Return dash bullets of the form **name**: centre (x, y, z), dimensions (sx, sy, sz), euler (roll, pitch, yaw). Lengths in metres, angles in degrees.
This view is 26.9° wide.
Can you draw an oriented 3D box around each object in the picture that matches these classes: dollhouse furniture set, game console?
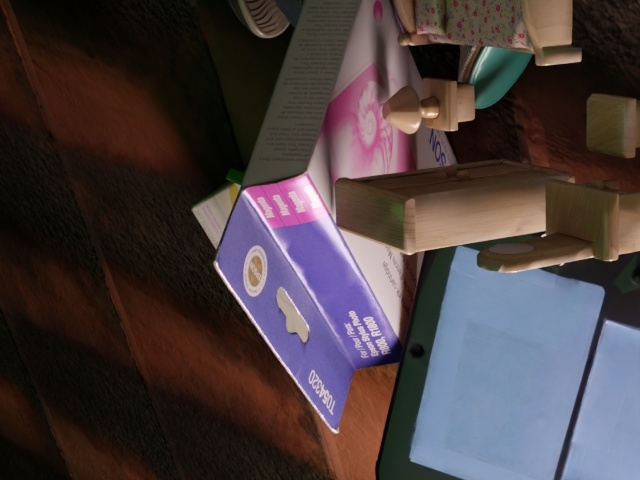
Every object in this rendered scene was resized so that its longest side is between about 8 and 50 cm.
- **dollhouse furniture set**: centre (0.116, -0.178, 1.074), dimensions (0.303, 0.174, 0.355), euler (22, 118, 59)
- **game console**: centre (0.239, 0.146, 1.259), dimensions (0.342, 0.060, 0.386), euler (19, 109, 22)

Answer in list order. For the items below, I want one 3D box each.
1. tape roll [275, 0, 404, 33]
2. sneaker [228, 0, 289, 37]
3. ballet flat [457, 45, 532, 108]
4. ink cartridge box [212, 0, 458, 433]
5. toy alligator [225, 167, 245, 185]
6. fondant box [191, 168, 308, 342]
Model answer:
- **tape roll**: centre (0.028, -0.283, 1.337), dimensions (0.189, 0.080, 0.189), euler (33, 142, 31)
- **sneaker**: centre (-0.099, -0.329, 1.475), dimensions (0.118, 0.083, 0.222), euler (5, 114, 57)
- **ballet flat**: centre (0.171, -0.220, 1.224), dimensions (0.079, 0.077, 0.221), euler (60, 149, 28)
- **ink cartridge box**: centre (0.033, -0.031, 1.258), dimensions (0.071, 0.330, 0.324), euler (2, 148, 23)
- **toy alligator**: centre (-0.031, -0.045, 1.499), dimensions (0.190, 0.056, 0.051), euler (21, 176, 42)
- **fondant box**: centre (0.000, 0.000, 1.632), dimensions (0.238, 0.096, 0.330), euler (58, 147, -5)
